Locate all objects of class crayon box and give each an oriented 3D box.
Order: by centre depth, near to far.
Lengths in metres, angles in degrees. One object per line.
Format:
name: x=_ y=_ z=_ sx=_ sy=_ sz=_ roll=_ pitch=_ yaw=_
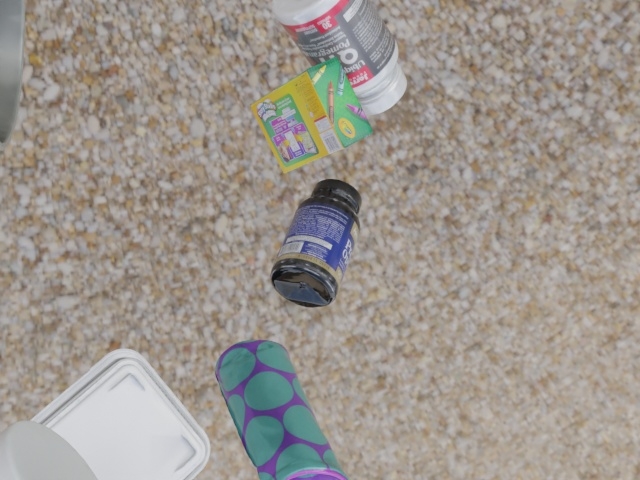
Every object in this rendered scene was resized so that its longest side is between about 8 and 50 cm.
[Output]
crayon box: x=-0.024 y=-0.247 z=1.917 sx=0.081 sy=0.278 sz=0.165 roll=-30 pitch=98 yaw=-27

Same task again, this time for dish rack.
dish rack: x=-0.375 y=0.388 z=1.697 sx=0.333 sy=0.072 sz=0.285 roll=-41 pitch=101 yaw=-24

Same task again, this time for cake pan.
cake pan: x=-0.419 y=-0.261 z=1.196 sx=0.054 sy=0.293 sz=0.293 roll=4 pitch=127 yaw=-10

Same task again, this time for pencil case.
pencil case: x=-0.032 y=0.143 z=0.723 sx=0.064 sy=0.151 sz=0.070 roll=-25 pitch=132 yaw=-5

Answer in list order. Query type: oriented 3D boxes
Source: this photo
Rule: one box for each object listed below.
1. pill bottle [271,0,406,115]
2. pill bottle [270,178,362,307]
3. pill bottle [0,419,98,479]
pill bottle: x=0.052 y=-0.410 z=1.953 sx=0.176 sy=0.176 sz=0.318 roll=-34 pitch=131 yaw=8
pill bottle: x=0.000 y=0.000 z=1.679 sx=0.123 sy=0.219 sz=0.123 roll=14 pitch=144 yaw=10
pill bottle: x=-0.443 y=0.398 z=1.090 sx=0.392 sy=0.224 sz=0.224 roll=-38 pitch=131 yaw=3
